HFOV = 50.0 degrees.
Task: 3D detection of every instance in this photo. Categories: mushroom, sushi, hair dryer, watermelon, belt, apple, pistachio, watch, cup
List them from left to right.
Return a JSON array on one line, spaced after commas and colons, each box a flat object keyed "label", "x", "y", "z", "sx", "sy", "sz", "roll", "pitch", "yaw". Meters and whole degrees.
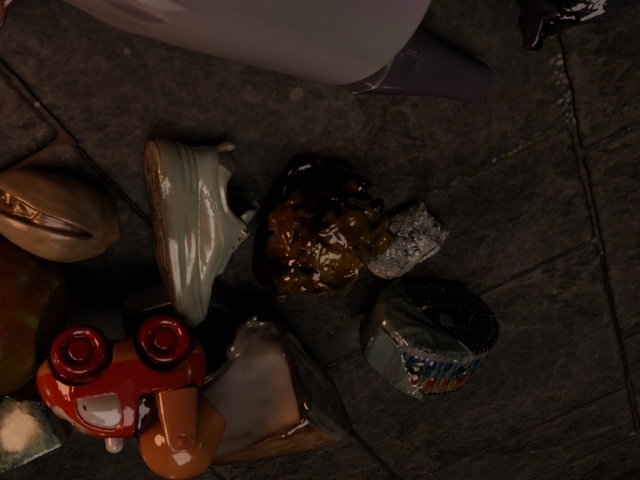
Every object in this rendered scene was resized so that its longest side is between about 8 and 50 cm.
[{"label": "apple", "x": -0.500, "y": 0.101, "z": 0.992, "sx": 0.227, "sy": 0.246, "sz": 0.246, "roll": 15, "pitch": 129, "yaw": -4}, {"label": "watermelon", "x": -0.485, "y": 0.279, "z": 1.132, "sx": 0.226, "sy": 0.148, "sz": 0.318, "roll": -19, "pitch": 178, "yaw": -43}, {"label": "pistachio", "x": -0.371, "y": -0.035, "z": 0.956, "sx": 0.185, "sy": 0.124, "sz": 0.124, "roll": 25, "pitch": 122, "yaw": -16}, {"label": "watch", "x": -0.237, "y": 0.144, "z": 1.202, "sx": 0.207, "sy": 0.068, "sz": 0.193, "roll": -18, "pitch": 139, "yaw": 4}, {"label": "cup", "x": -0.084, "y": -0.296, "z": 0.631, "sx": 0.372, "sy": 0.253, "sz": 0.253, "roll": 0, "pitch": 135, "yaw": -43}, {"label": "mushroom", "x": -0.111, "y": 0.321, "z": 1.270, "sx": 0.314, "sy": 0.224, "sz": 0.397, "roll": -27, "pitch": 152, "yaw": 8}, {"label": "sushi", "x": 0.001, "y": -0.006, "z": 1.037, "sx": 0.213, "sy": 0.204, "sz": 0.199, "roll": -1, "pitch": 129, "yaw": -24}, {"label": "belt", "x": 0.199, "y": 0.178, "z": 1.278, "sx": 0.258, "sy": 0.207, "sz": 0.150, "roll": 0, "pitch": 131, "yaw": -29}, {"label": "hair dryer", "x": 0.152, "y": -0.337, "z": 0.850, "sx": 0.301, "sy": 0.121, "sz": 0.361, "roll": 6, "pitch": 126, "yaw": -34}]

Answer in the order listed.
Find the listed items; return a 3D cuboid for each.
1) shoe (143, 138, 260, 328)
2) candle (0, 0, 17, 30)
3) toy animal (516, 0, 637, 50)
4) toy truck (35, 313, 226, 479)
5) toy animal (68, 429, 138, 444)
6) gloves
[{"label": "shoe", "x": -0.166, "y": -0.017, "z": 1.027, "sx": 0.159, "sy": 0.124, "sz": 0.316, "roll": -18, "pitch": 130, "yaw": -21}, {"label": "candle", "x": -0.400, "y": -0.325, "z": 0.652, "sx": 0.287, "sy": 0.131, "sz": 0.317, "roll": 31, "pitch": 108, "yaw": -40}, {"label": "toy animal", "x": 0.353, "y": -0.316, "z": 0.935, "sx": 0.210, "sy": 0.121, "sz": 0.117, "roll": -8, "pitch": 154, "yaw": -20}, {"label": "toy truck", "x": -0.278, "y": 0.243, "z": 1.019, "sx": 0.265, "sy": 0.239, "sz": 0.189, "roll": -4, "pitch": 165, "yaw": -18}, {"label": "toy animal", "x": -0.444, "y": 0.337, "z": 1.309, "sx": 0.367, "sy": 0.081, "sz": 0.205, "roll": 9, "pitch": 128, "yaw": -20}, {"label": "gloves", "x": 0.142, "y": 0.005, "z": 1.186, "sx": 0.153, "sy": 0.070, "sz": 0.114, "roll": -38, "pitch": 133, "yaw": 22}]
